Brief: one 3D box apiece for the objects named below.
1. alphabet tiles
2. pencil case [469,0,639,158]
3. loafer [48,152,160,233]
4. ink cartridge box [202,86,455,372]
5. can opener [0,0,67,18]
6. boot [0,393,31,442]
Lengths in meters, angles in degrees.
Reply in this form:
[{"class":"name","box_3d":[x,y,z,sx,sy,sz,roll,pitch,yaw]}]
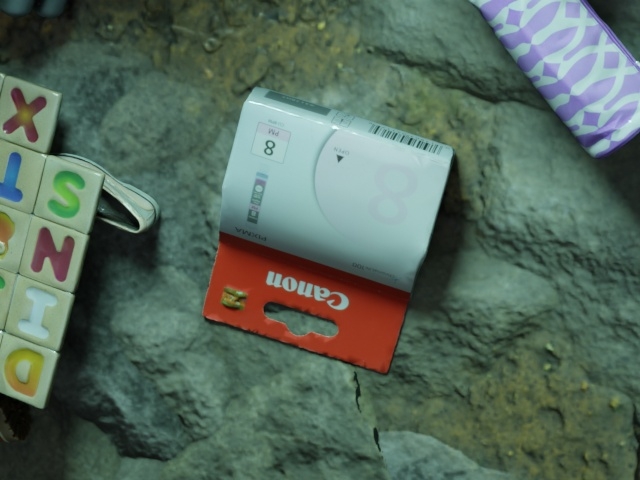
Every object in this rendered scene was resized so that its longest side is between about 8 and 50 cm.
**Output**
[{"class":"alphabet tiles","box_3d":[-0.351,0.003,1.648,0.285,0.011,0.343,19,104,14]},{"class":"pencil case","box_3d":[0.201,-0.163,1.466,0.088,0.086,0.206,-36,99,29]},{"class":"loafer","box_3d":[-0.207,-0.042,1.626,0.125,0.039,0.045,24,114,3]},{"class":"ink cartridge box","box_3d":[0.000,0.000,1.590,0.189,0.066,0.232,17,109,5]},{"class":"can opener","box_3d":[-0.218,-0.324,1.517,0.093,0.074,0.280,34,116,35]},{"class":"boot","box_3d":[-0.343,0.126,1.711,0.084,0.059,0.158,-10,109,21]}]
